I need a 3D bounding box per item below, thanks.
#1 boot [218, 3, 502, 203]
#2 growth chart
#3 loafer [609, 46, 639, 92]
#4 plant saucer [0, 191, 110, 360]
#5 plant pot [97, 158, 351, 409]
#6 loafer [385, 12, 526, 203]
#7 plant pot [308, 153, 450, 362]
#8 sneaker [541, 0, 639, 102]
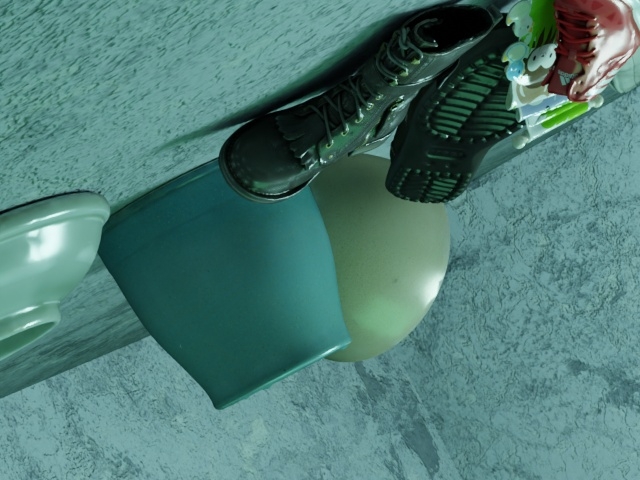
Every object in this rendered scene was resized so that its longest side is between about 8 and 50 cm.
[{"bbox_3d":[0.037,-0.149,1.600,0.263,0.091,0.229,-29,172,-36],"label":"boot"},{"bbox_3d":[0.255,-0.208,1.730,0.172,0.021,0.237,-32,140,-30],"label":"growth chart"},{"bbox_3d":[0.451,-0.280,2.312,0.111,0.112,0.319,-20,177,15],"label":"loafer"},{"bbox_3d":[-0.377,0.084,1.621,0.400,0.100,0.400,-27,177,-2],"label":"plant saucer"},{"bbox_3d":[-0.096,0.050,1.909,0.272,0.255,0.271,-28,176,-2],"label":"plant pot"},{"bbox_3d":[0.158,-0.174,1.901,0.134,0.130,0.366,9,153,-17],"label":"loafer"},{"bbox_3d":[0.000,0.000,2.119,0.284,0.284,0.191,-30,145,29],"label":"plant pot"},{"bbox_3d":[0.271,-0.207,1.652,0.221,0.087,0.128,22,100,-56],"label":"sneaker"}]
